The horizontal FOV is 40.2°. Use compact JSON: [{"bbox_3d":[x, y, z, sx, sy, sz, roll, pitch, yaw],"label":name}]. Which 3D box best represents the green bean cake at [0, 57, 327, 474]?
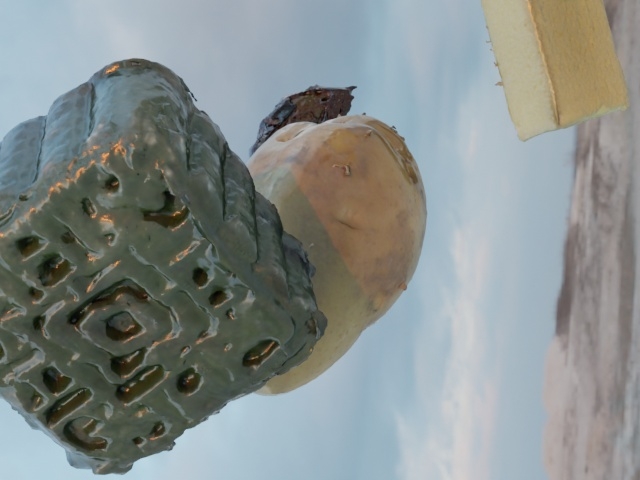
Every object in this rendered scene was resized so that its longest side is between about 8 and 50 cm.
[{"bbox_3d":[-0.109,0.022,0.465,0.181,0.173,0.094,54,-169,-29],"label":"green bean cake"}]

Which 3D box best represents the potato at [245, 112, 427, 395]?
[{"bbox_3d":[-0.004,-0.003,0.666,0.235,0.161,0.128,-43,4,-24],"label":"potato"}]

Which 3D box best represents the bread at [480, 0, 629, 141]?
[{"bbox_3d":[0.225,-0.201,0.854,0.125,0.068,0.188,-17,-88,-37],"label":"bread"}]

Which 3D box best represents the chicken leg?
[{"bbox_3d":[-0.028,-0.127,1.083,0.063,0.105,0.234,100,-172,-48],"label":"chicken leg"}]
